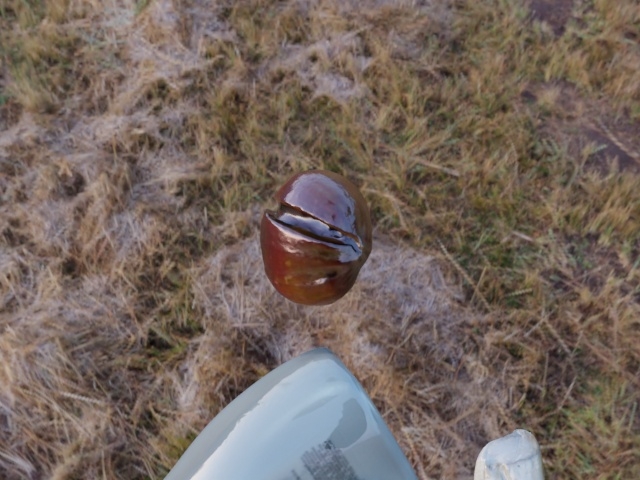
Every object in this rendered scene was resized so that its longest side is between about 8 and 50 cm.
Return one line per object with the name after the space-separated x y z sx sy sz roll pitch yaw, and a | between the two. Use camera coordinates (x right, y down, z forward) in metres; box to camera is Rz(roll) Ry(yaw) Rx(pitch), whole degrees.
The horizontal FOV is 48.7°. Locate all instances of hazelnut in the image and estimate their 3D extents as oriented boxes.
0.000 0.000 1.058 0.178 0.178 0.204 23 94 13 | hazelnut

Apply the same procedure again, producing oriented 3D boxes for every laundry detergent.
-0.092 0.317 0.738 0.398 0.264 0.125 -34 29 -10 | laundry detergent

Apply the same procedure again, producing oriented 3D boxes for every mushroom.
0.134 0.235 0.525 0.059 0.202 0.054 -3 18 -25 | mushroom
